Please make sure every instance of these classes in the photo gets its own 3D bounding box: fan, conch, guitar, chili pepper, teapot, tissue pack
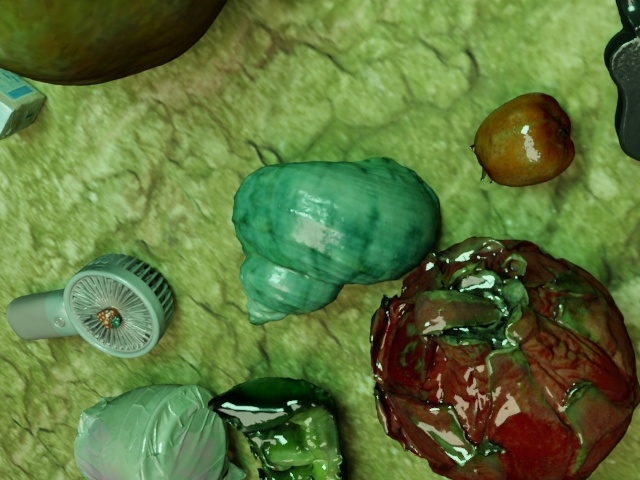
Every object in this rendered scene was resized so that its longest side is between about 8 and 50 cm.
[{"bbox_3d":[-0.298,0.090,0.929,0.244,0.074,0.130,-11,116,25],"label":"fan"},{"bbox_3d":[-0.002,0.003,0.738,0.196,0.134,0.202,41,123,-5],"label":"conch"},{"bbox_3d":[0.254,-0.189,0.595,0.084,0.038,0.271,-17,113,25],"label":"guitar"},{"bbox_3d":[-0.031,0.271,0.933,0.148,0.116,0.264,-9,117,11],"label":"chili pepper"},{"bbox_3d":[-0.214,0.271,0.985,0.178,0.221,0.163,-2,80,31],"label":"teapot"},{"bbox_3d":[-0.363,-0.161,0.806,0.094,0.074,0.059,39,117,-4],"label":"tissue pack"}]

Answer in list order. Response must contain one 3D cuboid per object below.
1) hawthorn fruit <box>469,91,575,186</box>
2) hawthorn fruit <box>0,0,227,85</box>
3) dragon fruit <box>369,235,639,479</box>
[{"bbox_3d":[0.176,-0.085,0.661,0.093,0.081,0.081,-17,113,40],"label":"hawthorn fruit"},{"bbox_3d":[-0.184,-0.252,0.585,0.268,0.301,0.268,0,93,1],"label":"hawthorn fruit"},{"bbox_3d":[0.161,0.118,0.675,0.244,0.244,0.299,-13,152,25],"label":"dragon fruit"}]
